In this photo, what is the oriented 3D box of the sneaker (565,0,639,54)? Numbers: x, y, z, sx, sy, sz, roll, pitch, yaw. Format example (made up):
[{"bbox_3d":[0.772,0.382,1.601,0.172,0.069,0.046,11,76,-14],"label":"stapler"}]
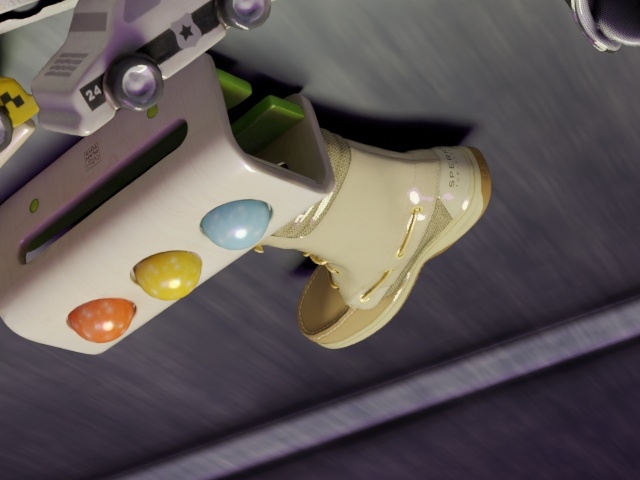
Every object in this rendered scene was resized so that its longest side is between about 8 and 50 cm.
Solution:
[{"bbox_3d":[0.224,-0.191,1.154,0.101,0.153,0.268,-31,148,27],"label":"sneaker"}]

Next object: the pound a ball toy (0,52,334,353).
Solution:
[{"bbox_3d":[-0.173,-0.011,1.296,0.319,0.136,0.208,-34,146,29],"label":"pound a ball toy"}]

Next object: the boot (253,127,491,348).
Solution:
[{"bbox_3d":[0.000,0.000,1.441,0.203,0.095,0.262,7,143,-36],"label":"boot"}]

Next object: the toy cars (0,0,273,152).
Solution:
[{"bbox_3d":[-0.205,-0.112,1.111,0.393,0.176,0.087,-24,113,18],"label":"toy cars"}]

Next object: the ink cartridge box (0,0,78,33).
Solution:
[{"bbox_3d":[-0.224,-0.194,1.059,0.181,0.056,0.225,-18,170,5],"label":"ink cartridge box"}]
